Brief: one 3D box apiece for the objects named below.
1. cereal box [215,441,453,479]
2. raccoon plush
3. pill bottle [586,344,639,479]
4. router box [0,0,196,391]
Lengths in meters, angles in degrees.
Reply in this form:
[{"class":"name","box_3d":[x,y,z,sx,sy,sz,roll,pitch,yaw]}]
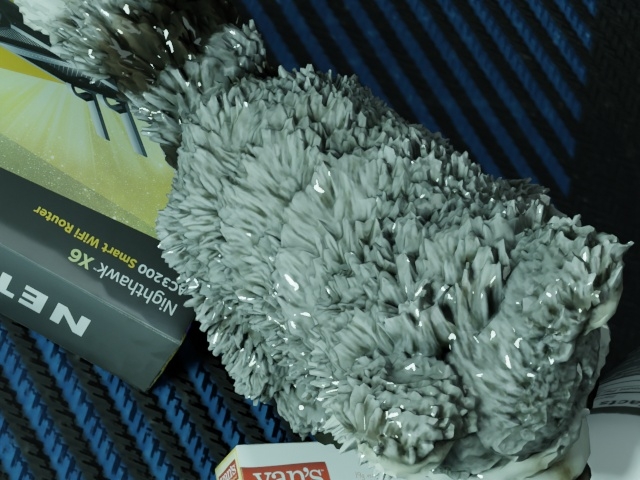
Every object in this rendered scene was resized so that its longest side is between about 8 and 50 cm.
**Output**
[{"class":"cereal box","box_3d":[0.037,0.244,1.068,0.173,0.047,0.240,1,60,-27]},{"class":"raccoon plush","box_3d":[-0.029,-0.016,0.924,0.446,0.299,0.216,31,88,0]},{"class":"pill bottle","box_3d":[0.226,0.183,1.044,0.210,0.210,0.363,50,37,10]},{"class":"router box","box_3d":[-0.193,-0.076,1.137,0.309,0.081,0.243,29,53,-7]}]
